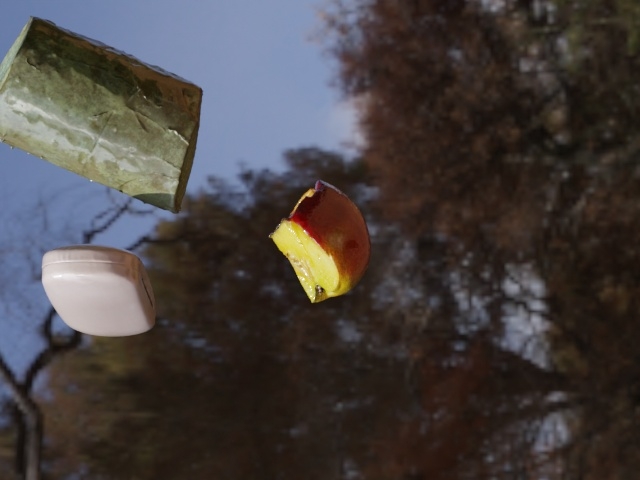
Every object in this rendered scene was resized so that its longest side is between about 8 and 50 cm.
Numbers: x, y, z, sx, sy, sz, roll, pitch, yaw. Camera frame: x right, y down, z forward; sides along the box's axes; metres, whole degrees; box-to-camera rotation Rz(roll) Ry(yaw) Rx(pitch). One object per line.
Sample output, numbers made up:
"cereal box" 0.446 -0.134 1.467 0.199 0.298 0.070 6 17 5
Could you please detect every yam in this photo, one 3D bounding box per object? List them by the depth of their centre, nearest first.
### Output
"yam" -0.261 -0.151 1.597 0.161 0.268 0.161 -157 90 -80

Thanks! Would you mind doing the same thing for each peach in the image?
"peach" 0.007 0.001 1.693 0.118 0.151 0.151 -34 -51 -21

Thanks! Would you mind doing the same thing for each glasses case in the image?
"glasses case" -0.266 0.064 1.652 0.297 0.113 0.075 98 173 -75
